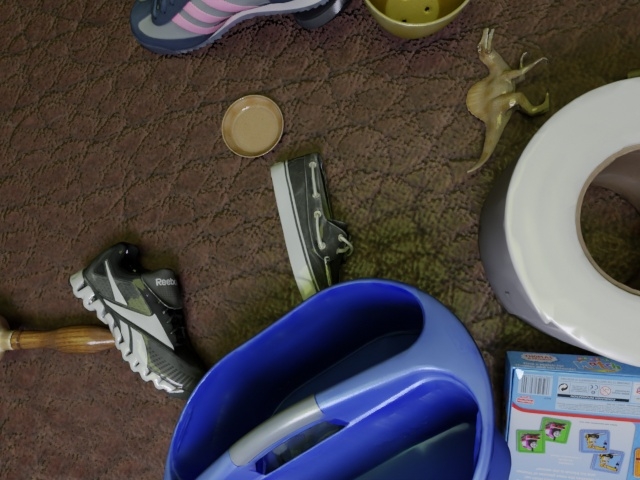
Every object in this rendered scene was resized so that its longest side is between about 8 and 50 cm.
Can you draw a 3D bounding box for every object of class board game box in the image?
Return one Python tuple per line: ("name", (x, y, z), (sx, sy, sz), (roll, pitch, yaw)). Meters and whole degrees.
("board game box", (0.264, 0.218, 0.484), (0.160, 0.039, 0.211), (1, 106, 11))

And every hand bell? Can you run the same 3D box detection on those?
("hand bell", (-0.383, 0.131, 0.628), (0.242, 0.126, 0.126), (1, 85, -2))

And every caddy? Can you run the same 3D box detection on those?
("caddy", (0.004, 0.188, 0.449), (0.341, 0.179, 0.241), (-36, 48, 13))

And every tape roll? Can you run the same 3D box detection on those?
("tape roll", (0.291, -0.010, 0.470), (0.246, 0.169, 0.246), (-1, 85, 11))

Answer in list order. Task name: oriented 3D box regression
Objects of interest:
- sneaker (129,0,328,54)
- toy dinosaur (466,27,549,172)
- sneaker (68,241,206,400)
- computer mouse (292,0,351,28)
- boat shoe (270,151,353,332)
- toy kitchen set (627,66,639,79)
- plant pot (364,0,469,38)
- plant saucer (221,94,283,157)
("sneaker", (-0.135, -0.316, 0.568), (0.319, 0.131, 0.112), (-7, 82, 28))
("toy dinosaur", (0.218, -0.160, 0.567), (0.093, 0.053, 0.183), (0, 77, 26))
("sneaker", (-0.207, 0.091, 0.598), (0.234, 0.078, 0.106), (44, 96, 13))
("computer mouse", (0.033, -0.393, 0.591), (0.184, 0.060, 0.262), (-20, 73, 34))
("boat shoe", (0.000, 0.000, 0.569), (0.070, 0.078, 0.219), (-17, 80, 10))
("toy kitchen set", (0.401, -0.174, 0.540), (0.083, 0.075, 0.068), (3, 127, 42))
("plant pot", (0.111, -0.293, 0.564), (0.134, 0.095, 0.134), (0, 87, 7))
("plant saucer", (-0.087, -0.147, 0.630), (0.083, 0.015, 0.083), (-1, 85, 10))
